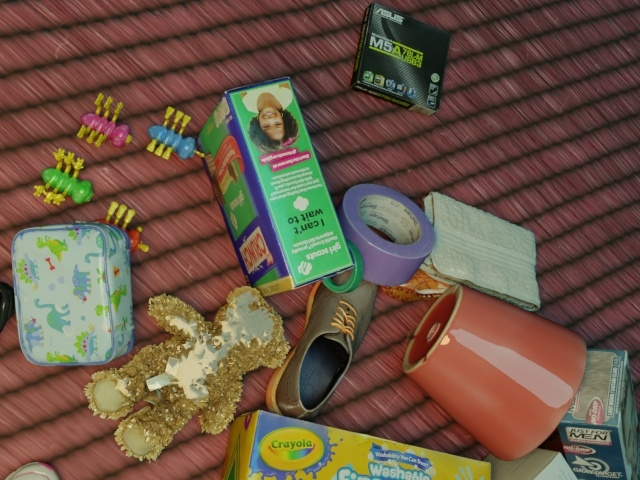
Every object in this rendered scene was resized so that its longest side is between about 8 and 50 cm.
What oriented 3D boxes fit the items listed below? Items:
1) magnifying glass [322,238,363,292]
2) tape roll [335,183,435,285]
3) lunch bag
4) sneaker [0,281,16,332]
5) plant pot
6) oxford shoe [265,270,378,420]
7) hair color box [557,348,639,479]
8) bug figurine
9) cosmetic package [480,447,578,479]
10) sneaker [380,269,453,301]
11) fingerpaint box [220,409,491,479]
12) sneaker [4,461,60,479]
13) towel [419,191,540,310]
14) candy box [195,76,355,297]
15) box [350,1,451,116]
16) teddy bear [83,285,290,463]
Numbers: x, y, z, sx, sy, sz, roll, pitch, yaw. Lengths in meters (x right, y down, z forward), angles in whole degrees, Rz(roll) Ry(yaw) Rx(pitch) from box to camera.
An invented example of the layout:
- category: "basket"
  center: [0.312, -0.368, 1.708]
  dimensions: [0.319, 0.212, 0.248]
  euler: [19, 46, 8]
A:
- category: "magnifying glass"
  center: [0.000, 0.000, 1.268]
  dimensions: [0.026, 0.092, 0.231]
  euler: [2, 40, -42]
- category: "tape roll"
  center: [0.111, -0.012, 1.306]
  dimensions: [0.189, 0.080, 0.189]
  euler: [18, 40, -16]
- category: "lunch bag"
  center: [-0.383, 0.080, 1.095]
  dimensions: [0.176, 0.090, 0.219]
  euler: [-4, 93, 12]
- category: "sneaker"
  center: [-0.540, 0.154, 1.046]
  dimensions: [0.087, 0.130, 0.227]
  euler: [40, 71, -9]
- category: "plant pot"
  center: [0.303, 0.224, 1.305]
  dimensions: [0.243, 0.275, 0.275]
  euler: [32, 71, -4]
- category: "oxford shoe"
  center: [0.035, 0.159, 1.261]
  dimensions: [0.130, 0.132, 0.364]
  euler: [31, 66, -13]
- category: "hair color box"
  center: [0.533, 0.382, 1.327]
  dimensions: [0.174, 0.105, 0.347]
  euler: [-61, 137, -42]
- category: "bug figurine"
  center: [-0.340, -0.115, 1.201]
  dimensions: [0.216, 0.072, 0.279]
  euler: [30, 76, -8]
- category: "cosmetic package"
  center: [0.379, 0.488, 1.316]
  dimensions: [0.151, 0.183, 0.151]
  euler: [-36, 95, -23]
- category: "sneaker"
  center: [0.191, 0.082, 1.389]
  dimensions: [0.175, 0.064, 0.067]
  euler: [5, 64, -28]
- category: "fingerpaint box"
  center: [0.045, 0.514, 1.169]
  dimensions: [0.444, 0.163, 0.371]
  euler: [17, 65, -18]
- category: "sneaker"
  center: [-0.463, 0.449, 1.033]
  dimensions: [0.103, 0.111, 0.252]
  euler: [31, 71, -14]
- category: "towel"
  center: [0.322, 0.020, 1.423]
  dimensions: [0.282, 0.049, 0.187]
  euler: [19, 57, -18]
- category: "candy box"
  center: [-0.086, -0.071, 1.185]
  dimensions: [0.122, 0.268, 0.317]
  euler: [-20, 88, -21]
- category: "box"
  center: [0.167, -0.371, 1.458]
  dimensions: [0.190, 0.045, 0.184]
  euler: [17, 77, -19]
- category: "teddy bear"
  center: [-0.219, 0.213, 1.186]
  dimensions: [0.245, 0.113, 0.338]
  euler: [38, 77, -4]
